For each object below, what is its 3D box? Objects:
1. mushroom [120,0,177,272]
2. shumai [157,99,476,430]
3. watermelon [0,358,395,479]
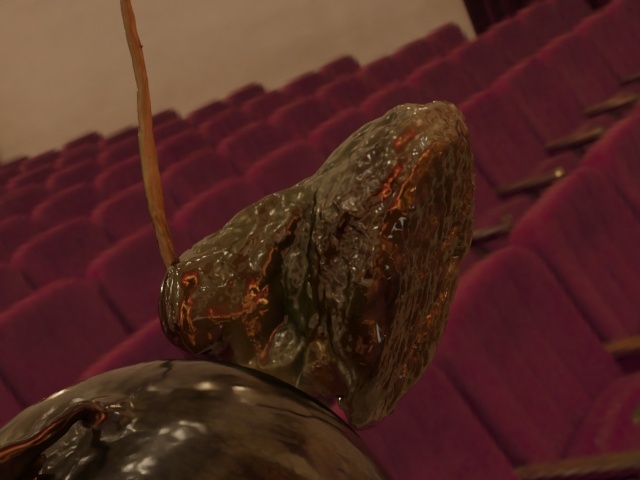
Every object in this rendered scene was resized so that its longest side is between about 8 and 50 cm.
[{"bbox_3d":[-0.132,-0.085,0.911,0.028,0.286,0.026,-28,35,-31],"label":"mushroom"},{"bbox_3d":[0.000,0.000,0.949,0.204,0.222,0.271,19,58,22],"label":"shumai"},{"bbox_3d":[-0.068,0.212,0.624,0.279,0.359,0.279,-12,30,7],"label":"watermelon"}]
